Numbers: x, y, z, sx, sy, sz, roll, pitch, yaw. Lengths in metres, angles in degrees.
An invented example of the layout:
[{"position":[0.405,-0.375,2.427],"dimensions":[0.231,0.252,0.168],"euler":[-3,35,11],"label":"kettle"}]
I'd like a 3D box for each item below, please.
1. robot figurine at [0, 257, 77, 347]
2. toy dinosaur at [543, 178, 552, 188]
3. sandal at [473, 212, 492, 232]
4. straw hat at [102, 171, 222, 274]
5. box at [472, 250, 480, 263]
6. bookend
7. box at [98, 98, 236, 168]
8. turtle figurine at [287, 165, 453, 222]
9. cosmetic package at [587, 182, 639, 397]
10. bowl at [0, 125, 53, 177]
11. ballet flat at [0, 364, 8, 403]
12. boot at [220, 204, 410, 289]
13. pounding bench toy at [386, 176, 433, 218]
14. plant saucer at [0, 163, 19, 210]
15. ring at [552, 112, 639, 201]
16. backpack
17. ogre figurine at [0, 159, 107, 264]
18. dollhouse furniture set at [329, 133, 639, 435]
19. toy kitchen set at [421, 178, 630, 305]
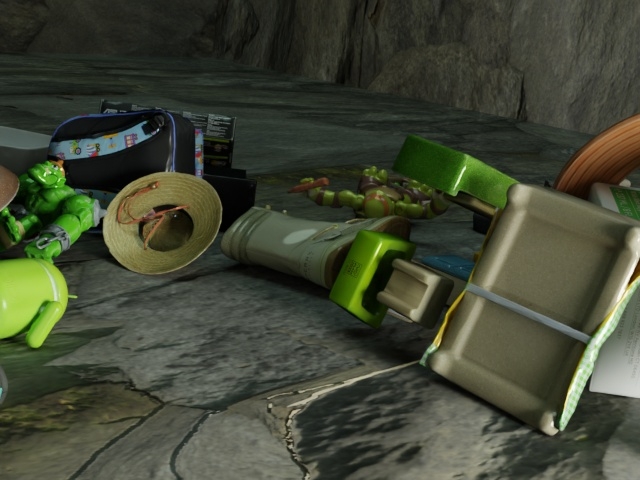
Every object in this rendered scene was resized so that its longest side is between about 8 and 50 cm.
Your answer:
[{"position":[-0.270,0.050,1.057],"dimensions":[0.101,0.067,0.115],"euler":[23,19,32],"label":"robot figurine"},{"position":[0.421,-0.038,1.758],"dimensions":[0.314,0.121,0.160],"euler":[-6,32,-35],"label":"toy dinosaur"},{"position":[0.333,-0.036,1.873],"dimensions":[0.255,0.054,0.097],"euler":[-13,15,-34],"label":"sandal"},{"position":[-0.170,-0.007,1.374],"dimensions":[0.144,0.144,0.061],"euler":[13,-29,22],"label":"straw hat"},{"position":[0.262,0.028,1.573],"dimensions":[0.081,0.028,0.136],"euler":[15,16,30],"label":"box"},{"position":[-0.169,-0.069,1.634],"dimensions":[0.156,0.072,0.157],"euler":[6,13,-6],"label":"bookend"},{"position":[-0.220,-0.132,1.741],"dimensions":[0.191,0.045,0.184],"euler":[7,-25,-3],"label":"box"},{"position":[0.101,-0.052,1.690],"dimensions":[0.270,0.087,0.217],"euler":[2,8,12],"label":"turtle figurine"},{"position":[0.442,0.066,1.180],"dimensions":[0.366,0.155,0.197],"euler":[7,23,1],"label":"cosmetic package"},{"position":[-0.457,-0.128,1.764],"dimensions":[0.142,0.053,0.142],"euler":[11,12,13],"label":"bowl"},{"position":[-0.334,0.067,0.920],"dimensions":[0.280,0.095,0.096],"euler":[31,14,36],"label":"ballet flat"},{"position":[0.000,0.000,1.431],"dimensions":[0.165,0.077,0.213],"euler":[13,16,28],"label":"boot"},{"position":[0.120,-0.067,1.848],"dimensions":[0.083,0.052,0.065],"euler":[1,14,-28],"label":"pounding bench toy"},{"position":[-0.419,-0.045,1.277],"dimensions":[0.199,0.036,0.198],"euler":[-11,29,6],"label":"plant saucer"},{"position":[0.409,-0.031,1.274],"dimensions":[0.337,0.336,0.032],"euler":[8,50,0],"label":"ring"},{"position":[-0.242,-0.081,1.487],"dimensions":[0.173,0.158,0.117],"euler":[-1,1,16],"label":"backpack"},{"position":[-0.326,-0.031,1.346],"dimensions":[0.197,0.096,0.118],"euler":[-1,21,46],"label":"ogre figurine"},{"position":[0.184,0.046,1.137],"dimensions":[0.151,0.197,0.301],"euler":[23,3,-45],"label":"dollhouse furniture set"},{"position":[0.235,-0.008,1.398],"dimensions":[0.207,0.166,0.122],"euler":[-3,16,-40],"label":"toy kitchen set"}]
